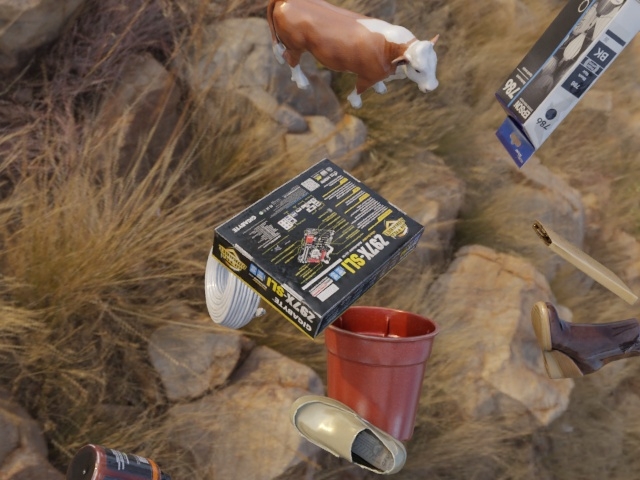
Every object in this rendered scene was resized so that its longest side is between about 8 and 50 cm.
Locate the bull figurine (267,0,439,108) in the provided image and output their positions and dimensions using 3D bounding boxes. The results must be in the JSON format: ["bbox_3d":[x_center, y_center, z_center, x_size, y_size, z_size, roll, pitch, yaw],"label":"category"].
[{"bbox_3d":[0.054,-0.319,1.117,0.311,0.188,0.101,26,63,3],"label":"bull figurine"}]

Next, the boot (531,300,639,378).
[{"bbox_3d":[0.576,0.195,1.417,0.090,0.207,0.248,-97,165,-52],"label":"boot"}]

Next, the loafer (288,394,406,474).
[{"bbox_3d":[0.058,0.407,1.377,0.092,0.269,0.101,73,41,-81],"label":"loafer"}]

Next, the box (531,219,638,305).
[{"bbox_3d":[0.521,0.040,1.307,0.201,0.021,0.164,34,17,-4],"label":"box"}]

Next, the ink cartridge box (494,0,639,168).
[{"bbox_3d":[0.426,-0.304,1.193,0.065,0.332,0.165,25,27,-21],"label":"ink cartridge box"}]

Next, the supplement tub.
[{"bbox_3d":[-0.387,0.472,1.285,0.198,0.106,0.105,36,48,-41],"label":"supplement tub"}]

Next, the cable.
[{"bbox_3d":[-0.221,0.096,1.664,0.089,0.257,0.256,8,59,-28],"label":"cable"}]

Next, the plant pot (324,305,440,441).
[{"bbox_3d":[0.127,0.313,1.519,0.273,0.273,0.264,-7,104,-52],"label":"plant pot"}]

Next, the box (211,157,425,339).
[{"bbox_3d":[0.000,0.000,1.225,0.257,0.079,0.322,38,50,18],"label":"box"}]
